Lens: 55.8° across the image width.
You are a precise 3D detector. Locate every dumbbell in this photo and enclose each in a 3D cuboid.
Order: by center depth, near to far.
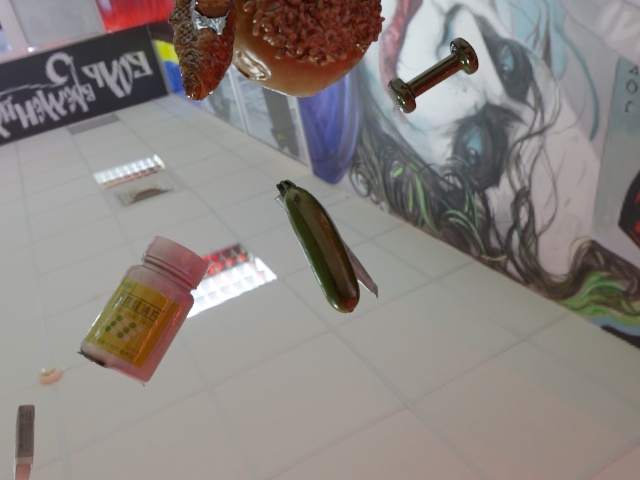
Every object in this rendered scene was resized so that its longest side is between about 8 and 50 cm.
[{"bbox_3d":[0.146,-0.213,0.784,0.118,0.046,0.052,-33,-129,1],"label":"dumbbell"}]

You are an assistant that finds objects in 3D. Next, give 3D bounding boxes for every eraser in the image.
[{"bbox_3d":[-0.508,0.345,1.036,0.029,0.052,0.122,4,-144,-27],"label":"eraser"}]

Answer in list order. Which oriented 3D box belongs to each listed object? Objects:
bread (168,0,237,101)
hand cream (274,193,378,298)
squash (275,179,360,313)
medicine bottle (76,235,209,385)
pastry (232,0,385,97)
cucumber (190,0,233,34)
[{"bbox_3d":[-0.164,-0.309,0.871,0.105,0.233,0.076,-4,173,39],"label":"bread"},{"bbox_3d":[0.026,0.003,1.417,0.058,0.331,0.085,-45,-171,11],"label":"hand cream"},{"bbox_3d":[0.000,0.000,0.974,0.066,0.252,0.066,-24,165,-7],"label":"squash"},{"bbox_3d":[-0.483,0.193,1.690,0.214,0.213,0.378,12,-114,39],"label":"medicine bottle"},{"bbox_3d":[-0.048,-0.500,1.258,0.410,0.409,0.245,-33,-179,-33],"label":"pastry"},{"bbox_3d":[-0.095,-0.201,0.519,0.033,0.034,0.135,3,-167,-13],"label":"cucumber"}]
